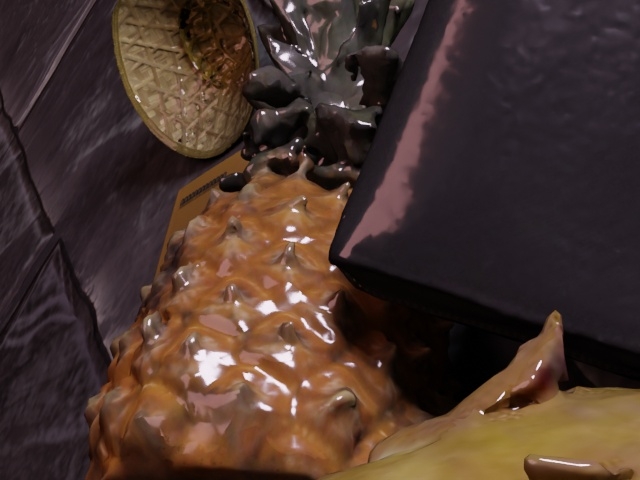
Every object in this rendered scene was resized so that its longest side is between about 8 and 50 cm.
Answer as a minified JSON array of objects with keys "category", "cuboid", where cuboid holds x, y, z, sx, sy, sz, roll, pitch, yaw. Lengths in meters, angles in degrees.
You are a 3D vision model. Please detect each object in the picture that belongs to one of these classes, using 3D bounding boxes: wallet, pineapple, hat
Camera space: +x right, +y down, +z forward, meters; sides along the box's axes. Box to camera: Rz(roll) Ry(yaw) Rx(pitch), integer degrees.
[{"category":"wallet","cuboid":[0.110,-0.077,0.631,0.044,0.149,0.250,65,-134,-71]},{"category":"pineapple","cuboid":[0.000,0.000,0.749,0.169,0.169,0.340,-36,30,42]},{"category":"hat","cuboid":[-0.068,-0.131,1.087,0.146,0.067,0.146,18,117,41]}]

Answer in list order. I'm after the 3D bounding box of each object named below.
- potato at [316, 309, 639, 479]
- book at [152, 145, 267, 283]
[{"category":"potato","cuboid":[-0.010,0.179,0.356,0.289,0.237,0.300,-145,54,-71]},{"category":"book","cuboid":[-0.072,0.024,0.991,0.118,0.012,0.172,-28,42,48]}]
